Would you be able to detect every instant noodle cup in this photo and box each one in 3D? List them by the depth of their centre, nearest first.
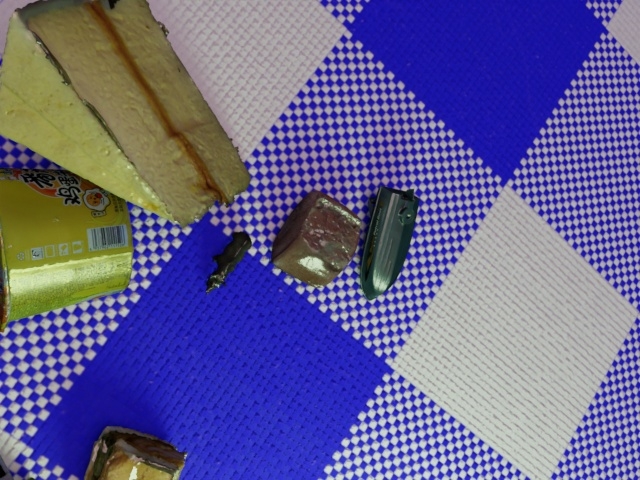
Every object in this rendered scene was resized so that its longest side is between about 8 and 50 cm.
[{"bbox_3d":[-0.427,-0.005,1.151,0.200,0.264,0.264,-9,92,-32],"label":"instant noodle cup"}]

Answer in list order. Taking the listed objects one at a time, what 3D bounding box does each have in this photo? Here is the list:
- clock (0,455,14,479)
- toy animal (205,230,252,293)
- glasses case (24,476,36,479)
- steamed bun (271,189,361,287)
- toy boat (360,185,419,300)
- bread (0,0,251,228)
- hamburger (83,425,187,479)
[{"bbox_3d":[-0.568,0.481,1.079,0.166,0.235,0.309,14,92,-37],"label":"clock"},{"bbox_3d":[-0.175,0.042,1.346,0.047,0.065,0.135,41,74,-16],"label":"toy animal"},{"bbox_3d":[-0.437,0.530,1.198,0.062,0.095,0.272,-29,100,-26],"label":"glasses case"},{"bbox_3d":[0.000,0.000,1.400,0.145,0.106,0.175,33,74,-19],"label":"steamed bun"},{"bbox_3d":[0.130,0.006,1.473,0.093,0.103,0.246,8,98,-36],"label":"toy boat"},{"bbox_3d":[-0.262,-0.205,1.160,0.405,0.345,0.242,30,122,-12],"label":"bread"},{"bbox_3d":[-0.337,0.434,1.245,0.155,0.135,0.207,21,94,-5],"label":"hamburger"}]
